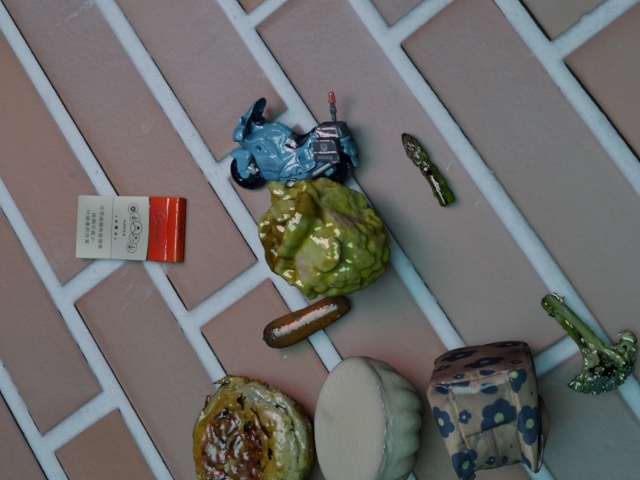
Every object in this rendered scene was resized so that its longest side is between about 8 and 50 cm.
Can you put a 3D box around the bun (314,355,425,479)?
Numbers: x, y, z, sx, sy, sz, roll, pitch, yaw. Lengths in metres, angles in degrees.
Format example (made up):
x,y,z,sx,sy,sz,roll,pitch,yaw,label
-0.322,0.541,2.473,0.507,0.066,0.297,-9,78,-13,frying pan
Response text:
x,y,z,sx,sy,sz,roll,pitch,yaw,label
0.117,0.344,1.816,0.263,0.175,0.263,-15,73,59,bun

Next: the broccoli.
x,y,z,sx,sy,sz,roll,pitch,yaw,label
0.460,0.176,1.737,0.204,0.118,0.122,58,137,28,broccoli

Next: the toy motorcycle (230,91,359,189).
x,y,z,sx,sy,sz,roll,pitch,yaw,label
-0.060,-0.188,1.924,0.272,0.123,0.182,-1,109,22,toy motorcycle

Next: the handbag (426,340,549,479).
x,y,z,sx,sy,sz,roll,pitch,yaw,label
0.293,0.290,1.709,0.190,0.251,0.193,-10,94,12,handbag

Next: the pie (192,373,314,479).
x,y,z,sx,sy,sz,roll,pitch,yaw,label
-0.133,0.401,1.924,0.308,0.085,0.308,0,90,36,pie

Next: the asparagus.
x,y,z,sx,sy,sz,roll,pitch,yaw,label
0.199,-0.136,1.867,0.036,0.030,0.165,-39,76,25,asparagus

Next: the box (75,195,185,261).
x,y,z,sx,sy,sz,roll,pitch,yaw,label
-0.398,-0.025,2.074,0.245,0.035,0.139,1,88,20,box

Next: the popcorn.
x,y,z,sx,sy,sz,roll,pitch,yaw,label
0.000,0.000,1.830,0.259,0.259,0.212,38,125,17,popcorn

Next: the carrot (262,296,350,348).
x,y,z,sx,sy,sz,roll,pitch,yaw,label
-0.025,0.158,1.925,0.186,0.060,0.060,-25,80,12,carrot
